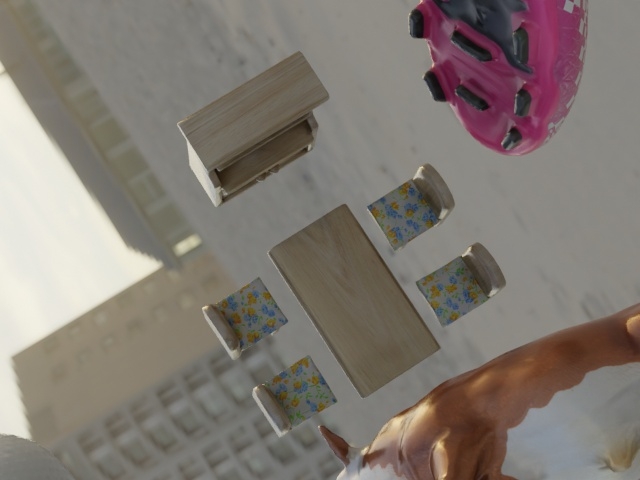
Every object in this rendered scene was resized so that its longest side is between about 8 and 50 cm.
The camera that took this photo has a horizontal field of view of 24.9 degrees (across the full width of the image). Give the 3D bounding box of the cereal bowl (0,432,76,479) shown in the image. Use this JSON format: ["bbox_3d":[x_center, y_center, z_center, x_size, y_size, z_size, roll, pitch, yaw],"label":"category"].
[{"bbox_3d":[-0.423,0.315,1.513,0.141,0.339,0.339,56,-179,-15],"label":"cereal bowl"}]

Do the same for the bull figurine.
[{"bbox_3d":[0.127,0.122,0.835,0.101,0.310,0.188,57,-169,-20],"label":"bull figurine"}]

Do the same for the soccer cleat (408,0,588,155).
[{"bbox_3d":[0.124,-0.193,0.795,0.116,0.143,0.331,37,151,37],"label":"soccer cleat"}]

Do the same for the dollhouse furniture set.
[{"bbox_3d":[0.000,0.000,1.128,0.242,0.212,0.161,57,172,7],"label":"dollhouse furniture set"}]
